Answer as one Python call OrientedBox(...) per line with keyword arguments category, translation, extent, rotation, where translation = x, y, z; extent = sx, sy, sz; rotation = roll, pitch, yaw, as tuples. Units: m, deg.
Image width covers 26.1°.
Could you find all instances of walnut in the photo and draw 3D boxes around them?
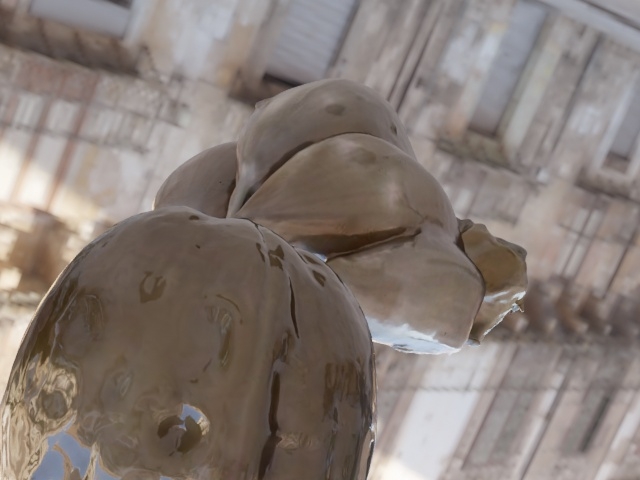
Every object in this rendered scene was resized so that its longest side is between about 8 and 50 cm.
OrientedBox(category="walnut", translation=(-0.049, 0.070, 0.516), extent=(0.140, 0.162, 0.140), rotation=(9, 162, 3))

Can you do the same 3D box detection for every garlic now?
OrientedBox(category="garlic", translation=(0.000, 0.000, 1.004), extent=(0.292, 0.210, 0.237), rotation=(25, -148, -37))
